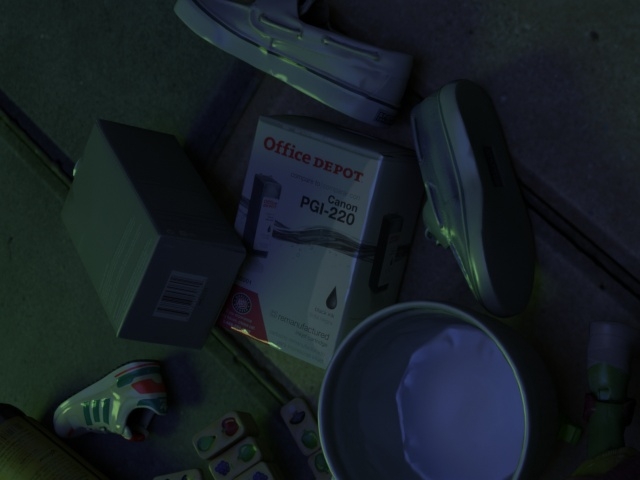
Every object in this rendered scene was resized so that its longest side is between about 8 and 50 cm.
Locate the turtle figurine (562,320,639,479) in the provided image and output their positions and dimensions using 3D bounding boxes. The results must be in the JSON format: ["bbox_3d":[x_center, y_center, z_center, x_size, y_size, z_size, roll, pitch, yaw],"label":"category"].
[{"bbox_3d":[0.283,0.219,1.386,0.198,0.275,0.266,-19,53,63],"label":"turtle figurine"}]

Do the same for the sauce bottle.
[{"bbox_3d":[-0.253,0.307,1.760,0.344,0.111,0.111,33,109,29],"label":"sauce bottle"}]

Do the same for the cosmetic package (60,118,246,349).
[{"bbox_3d":[-0.175,-0.010,1.651,0.127,0.107,0.238,-65,31,25],"label":"cosmetic package"}]

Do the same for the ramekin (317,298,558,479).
[{"bbox_3d":[0.112,0.156,1.447,0.207,0.109,0.207,-1,87,30],"label":"ramekin"}]

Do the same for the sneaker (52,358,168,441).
[{"bbox_3d":[-0.227,0.192,1.774,0.161,0.057,0.075,-33,66,28],"label":"sneaker"}]

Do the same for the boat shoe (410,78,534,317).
[{"bbox_3d":[0.134,-0.032,1.508,0.081,0.079,0.227,-24,71,41],"label":"boat shoe"}]

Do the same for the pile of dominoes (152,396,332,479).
[{"bbox_3d":[-0.052,0.295,1.630,0.196,0.040,0.251,-35,70,14],"label":"pile of dominoes"}]

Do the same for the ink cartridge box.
[{"bbox_3d":[0.000,0.000,1.589,0.158,0.092,0.218,20,101,33],"label":"ink cartridge box"}]

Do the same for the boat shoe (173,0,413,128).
[{"bbox_3d":[-0.026,-0.203,1.603,0.267,0.096,0.088,32,105,30],"label":"boat shoe"}]

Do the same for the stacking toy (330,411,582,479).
[{"bbox_3d":[0.120,0.202,1.531,0.221,0.052,0.167,27,106,31],"label":"stacking toy"}]
